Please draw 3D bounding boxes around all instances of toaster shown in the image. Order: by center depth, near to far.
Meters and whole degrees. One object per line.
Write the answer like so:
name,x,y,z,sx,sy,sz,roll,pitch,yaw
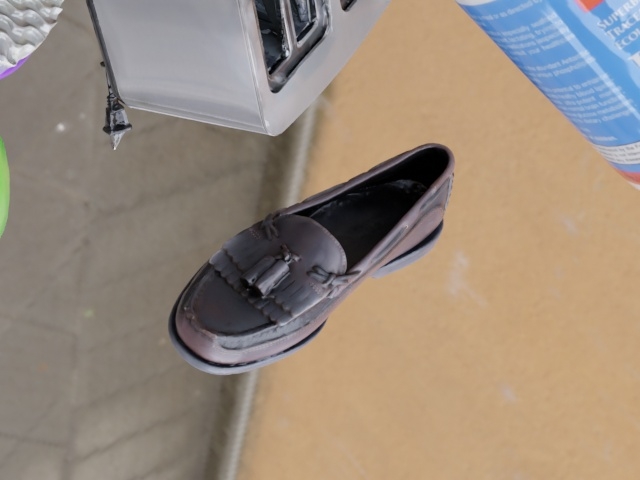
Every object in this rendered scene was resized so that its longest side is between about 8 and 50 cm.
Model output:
toaster,-0.045,-0.158,0.751,0.168,0.110,0.186,-52,147,-36

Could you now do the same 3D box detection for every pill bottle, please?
pill bottle,0.129,-0.134,0.676,0.221,0.124,0.124,41,98,-23

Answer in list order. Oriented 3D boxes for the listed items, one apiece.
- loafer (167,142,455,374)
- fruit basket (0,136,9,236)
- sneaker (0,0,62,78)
loafer,0.000,0.000,1.148,0.302,0.109,0.095,-31,156,-41
fruit basket,-0.210,-0.128,0.320,0.392,0.392,0.283,5,120,-52
sneaker,-0.263,-0.176,0.968,0.102,0.293,0.146,19,124,-36
